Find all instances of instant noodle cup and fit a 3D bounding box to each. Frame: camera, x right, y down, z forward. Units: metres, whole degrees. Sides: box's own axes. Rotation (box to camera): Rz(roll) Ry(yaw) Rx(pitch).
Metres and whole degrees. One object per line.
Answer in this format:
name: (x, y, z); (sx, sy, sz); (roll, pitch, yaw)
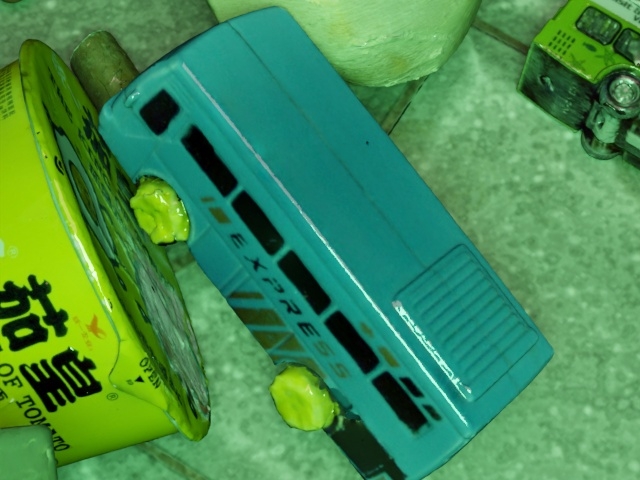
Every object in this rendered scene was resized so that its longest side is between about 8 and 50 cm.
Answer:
instant noodle cup: (-0.257, 0.045, 0.977); (0.254, 0.325, 0.325); (-23, 72, 1)

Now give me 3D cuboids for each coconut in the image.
coconut: (0.030, -0.250, 1.090); (0.247, 0.245, 0.245); (8, 65, 42)

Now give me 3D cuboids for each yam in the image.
yam: (-0.171, -0.122, 1.159); (0.054, 0.054, 0.132); (-33, 74, -11)

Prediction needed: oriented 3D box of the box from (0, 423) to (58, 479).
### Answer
box: (-0.299, 0.295, 0.751); (0.352, 0.177, 0.344); (-11, 82, 30)

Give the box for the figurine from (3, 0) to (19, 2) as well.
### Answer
figurine: (-0.368, -0.210, 1.149); (0.194, 0.133, 0.274); (19, 74, -9)

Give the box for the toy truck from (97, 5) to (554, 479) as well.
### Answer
toy truck: (0.000, 0.000, 1.014); (0.161, 0.162, 0.385); (-34, 84, -42)

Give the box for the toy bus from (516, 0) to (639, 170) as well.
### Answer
toy bus: (0.330, -0.111, 1.134); (0.302, 0.113, 0.139); (33, 70, 11)
